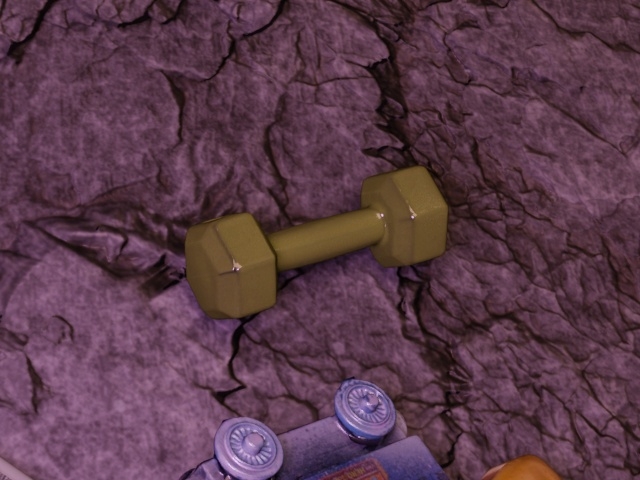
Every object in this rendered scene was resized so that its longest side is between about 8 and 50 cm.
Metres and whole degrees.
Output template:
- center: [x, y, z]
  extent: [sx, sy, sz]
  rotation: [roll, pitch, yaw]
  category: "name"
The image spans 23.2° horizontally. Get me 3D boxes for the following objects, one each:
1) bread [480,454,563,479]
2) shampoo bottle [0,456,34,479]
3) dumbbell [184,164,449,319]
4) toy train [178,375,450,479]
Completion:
- center: [0.227, 0.305, 1.607]
  extent: [0.134, 0.085, 0.173]
  rotation: [-32, 74, -34]
  category: "bread"
- center: [-0.227, 0.309, 1.446]
  extent: [0.284, 0.071, 0.153]
  rotation: [27, 46, -6]
  category: "shampoo bottle"
- center: [0.000, 0.000, 1.705]
  extent: [0.302, 0.121, 0.108]
  rotation: [-16, 94, -28]
  category: "dumbbell"
- center: [0.003, 0.257, 1.503]
  extent: [0.300, 0.131, 0.202]
  rotation: [-15, 61, -42]
  category: "toy train"
